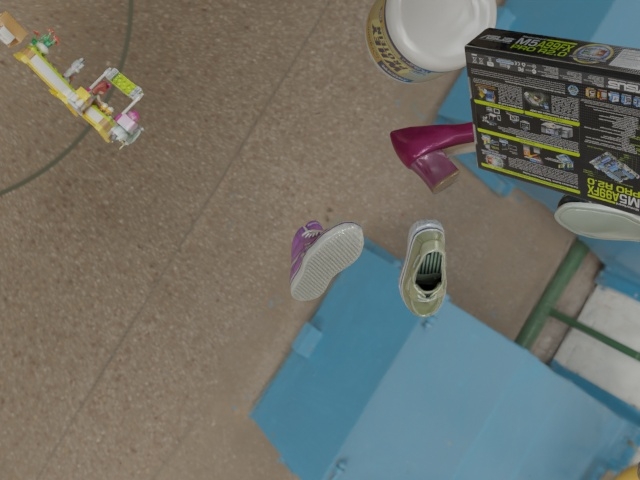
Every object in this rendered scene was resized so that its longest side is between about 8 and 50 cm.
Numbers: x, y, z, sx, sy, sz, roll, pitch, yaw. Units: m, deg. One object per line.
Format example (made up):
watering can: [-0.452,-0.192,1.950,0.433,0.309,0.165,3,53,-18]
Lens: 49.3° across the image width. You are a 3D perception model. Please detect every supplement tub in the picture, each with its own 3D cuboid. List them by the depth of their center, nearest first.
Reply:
supplement tub: [0.222,-0.463,1.513,0.228,0.316,0.229,-1,95,-8]

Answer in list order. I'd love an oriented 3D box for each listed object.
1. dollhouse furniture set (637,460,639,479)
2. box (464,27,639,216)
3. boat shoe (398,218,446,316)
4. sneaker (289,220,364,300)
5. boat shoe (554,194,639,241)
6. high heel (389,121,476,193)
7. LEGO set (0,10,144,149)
dollhouse furniture set: [0.409,0.292,0.608,0.256,0.394,0.362,35,44,-3]
box: [0.334,-0.167,0.963,0.060,0.270,0.216,-41,134,-26]
boat shoe: [0.228,0.085,1.546,0.109,0.094,0.302,-4,137,5]
sneaker: [-0.001,0.000,1.533,0.102,0.161,0.282,14,144,-24]
boat shoe: [0.567,-0.053,1.274,0.302,0.114,0.091,12,68,-14]
high heel: [0.350,-0.275,1.598,0.377,0.181,0.127,-32,163,-10]
LEGO set: [-0.400,-0.280,1.161,0.287,0.132,0.107,43,79,-7]
